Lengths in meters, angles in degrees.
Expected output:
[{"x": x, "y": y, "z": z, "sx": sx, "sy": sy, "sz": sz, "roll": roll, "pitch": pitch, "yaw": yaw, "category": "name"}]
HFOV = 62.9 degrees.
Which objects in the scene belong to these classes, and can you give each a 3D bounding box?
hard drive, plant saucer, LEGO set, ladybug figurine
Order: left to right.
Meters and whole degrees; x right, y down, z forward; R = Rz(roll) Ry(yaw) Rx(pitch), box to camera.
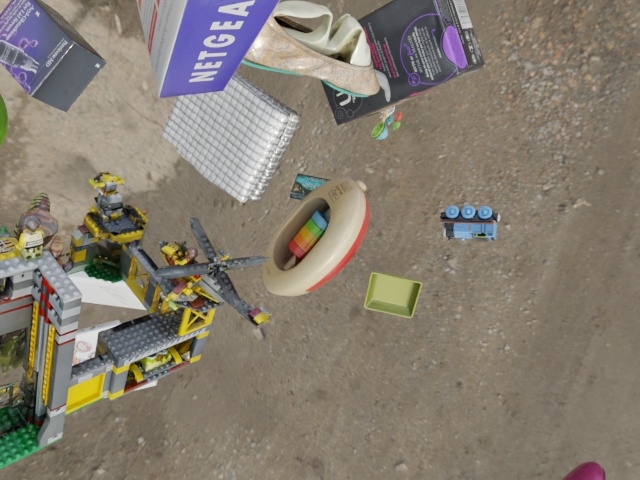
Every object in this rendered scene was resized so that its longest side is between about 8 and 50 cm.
[{"x": -0.222, "y": 0.020, "z": 0.422, "sx": 0.331, "sy": 0.192, "sz": 0.255, "roll": -10, "pitch": 46, "yaw": -42, "category": "LEGO set"}, {"x": -0.666, "y": 0.142, "z": 1.561, "sx": 0.318, "sy": 0.210, "sz": 0.040, "roll": 5, "pitch": 63, "yaw": 14, "category": "hard drive"}, {"x": 0.000, "y": 0.000, "z": 1.639, "sx": 0.161, "sy": 0.305, "sz": 0.449, "roll": 31, "pitch": 110, "yaw": -37, "category": "ladybug figurine"}, {"x": 0.268, "y": 0.192, "z": 1.943, "sx": 0.188, "sy": 0.045, "sz": 0.189, "roll": 12, "pitch": 129, "yaw": 6, "category": "plant saucer"}]

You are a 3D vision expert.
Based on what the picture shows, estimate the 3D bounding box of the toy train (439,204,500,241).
[{"x": 0.458, "y": -0.050, "z": 1.617, "sx": 0.184, "sy": 0.080, "sz": 0.105, "roll": 2, "pitch": 77, "yaw": 24, "category": "toy train"}]

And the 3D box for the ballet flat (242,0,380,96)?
[{"x": 0.005, "y": -0.295, "z": 0.797, "sx": 0.315, "sy": 0.106, "sz": 0.108, "roll": -5, "pitch": 51, "yaw": -46, "category": "ballet flat"}]

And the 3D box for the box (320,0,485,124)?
[{"x": 0.142, "y": -0.347, "z": 0.992, "sx": 0.143, "sy": 0.270, "sz": 0.165, "roll": -31, "pitch": 104, "yaw": -49, "category": "box"}]

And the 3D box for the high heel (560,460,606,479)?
[{"x": 0.292, "y": 0.469, "z": 0.831, "sx": 0.181, "sy": 0.127, "sz": 0.377, "roll": 38, "pitch": 71, "yaw": 18, "category": "high heel"}]

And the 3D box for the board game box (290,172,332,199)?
[{"x": -0.003, "y": -0.174, "z": 1.814, "sx": 0.186, "sy": 0.126, "sz": 0.026, "roll": 11, "pitch": 130, "yaw": 3, "category": "board game box"}]

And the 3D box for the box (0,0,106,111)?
[{"x": -0.603, "y": -0.413, "z": 1.146, "sx": 0.207, "sy": 0.108, "sz": 0.153, "roll": 44, "pitch": 97, "yaw": 15, "category": "box"}]

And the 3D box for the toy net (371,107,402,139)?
[{"x": 0.251, "y": -0.472, "z": 1.975, "sx": 0.045, "sy": 0.122, "sz": 0.232, "roll": 32, "pitch": 42, "yaw": -22, "category": "toy net"}]

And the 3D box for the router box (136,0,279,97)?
[{"x": -0.125, "y": -0.329, "z": 0.471, "sx": 0.082, "sy": 0.335, "sz": 0.302, "roll": -13, "pitch": 92, "yaw": -22, "category": "router box"}]

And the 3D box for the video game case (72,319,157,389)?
[{"x": -0.387, "y": 0.216, "z": 0.922, "sx": 0.143, "sy": 0.019, "sz": 0.157, "roll": -14, "pitch": 123, "yaw": 5, "category": "video game case"}]

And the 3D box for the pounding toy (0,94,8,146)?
[{"x": -0.485, "y": -0.187, "z": 0.596, "sx": 0.237, "sy": 0.110, "sz": 0.183, "roll": 46, "pitch": 56, "yaw": 0, "category": "pounding toy"}]

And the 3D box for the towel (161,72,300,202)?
[{"x": -0.206, "y": -0.254, "z": 1.192, "sx": 0.283, "sy": 0.121, "sz": 0.235, "roll": 38, "pitch": 114, "yaw": 18, "category": "towel"}]
